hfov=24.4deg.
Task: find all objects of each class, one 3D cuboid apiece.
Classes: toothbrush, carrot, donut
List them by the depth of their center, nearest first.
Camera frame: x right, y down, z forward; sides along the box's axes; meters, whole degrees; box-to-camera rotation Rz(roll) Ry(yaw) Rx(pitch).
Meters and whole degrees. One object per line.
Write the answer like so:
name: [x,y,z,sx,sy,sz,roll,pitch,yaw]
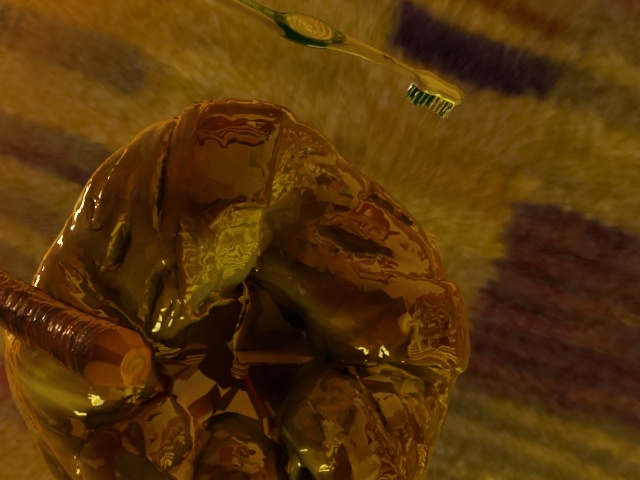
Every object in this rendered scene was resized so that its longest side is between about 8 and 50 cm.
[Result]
carrot: [-0.172,0.051,0.941,0.170,0.042,0.042,24,91,39]
donut: [-0.062,0.076,1.128,0.360,0.170,0.360,3,82,-20]
toothbrush: [-0.018,-0.172,1.185,0.304,0.030,0.030,25,91,-18]

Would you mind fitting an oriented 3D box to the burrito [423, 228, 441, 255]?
burrito: [0.000,0.000,1.352,0.225,0.060,0.087,12,78,-4]
